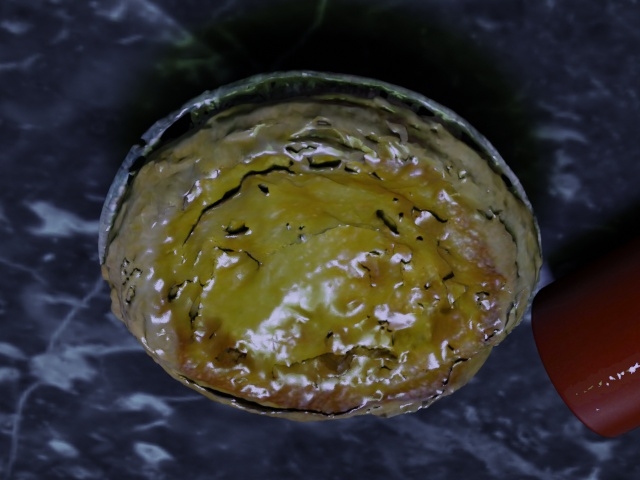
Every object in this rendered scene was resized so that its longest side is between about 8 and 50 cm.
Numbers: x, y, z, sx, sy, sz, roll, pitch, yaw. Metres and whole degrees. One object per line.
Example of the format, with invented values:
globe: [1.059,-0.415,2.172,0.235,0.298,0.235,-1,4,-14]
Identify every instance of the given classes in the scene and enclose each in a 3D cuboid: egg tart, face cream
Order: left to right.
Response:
egg tart: [0.000,0.000,0.981,0.234,0.094,0.234,1,130,1]
face cream: [0.224,0.021,0.982,0.214,0.096,0.096,-30,124,28]
